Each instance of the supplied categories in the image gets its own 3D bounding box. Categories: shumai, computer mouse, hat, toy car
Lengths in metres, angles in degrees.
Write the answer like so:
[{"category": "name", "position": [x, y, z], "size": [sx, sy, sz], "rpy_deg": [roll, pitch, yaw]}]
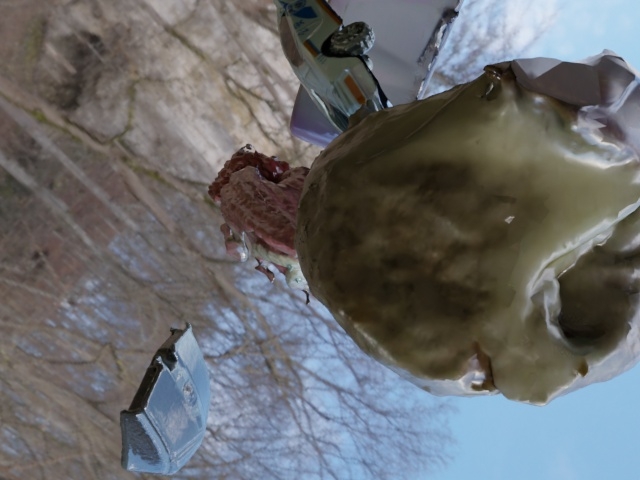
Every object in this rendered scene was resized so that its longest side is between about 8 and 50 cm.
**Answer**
[{"category": "shumai", "position": [0.089, -0.026, 0.395], "size": [0.201, 0.120, 0.201], "rpy_deg": [6, -137, -6]}, {"category": "computer mouse", "position": [-0.160, 0.188, 0.922], "size": [0.071, 0.231, 0.126], "rpy_deg": [21, -133, 7]}, {"category": "hat", "position": [0.000, 0.000, 0.706], "size": [0.286, 0.237, 0.107], "rpy_deg": [34, -84, 40]}, {"category": "toy car", "position": [0.011, -0.120, 0.570], "size": [0.056, 0.095, 0.205], "rpy_deg": [-34, -142, 5]}]

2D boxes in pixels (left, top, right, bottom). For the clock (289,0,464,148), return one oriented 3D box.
[{"category": "clock", "position": [0.077, -0.232, 0.821], "size": [0.102, 0.338, 0.338], "rpy_deg": [22, -121, 0]}]
